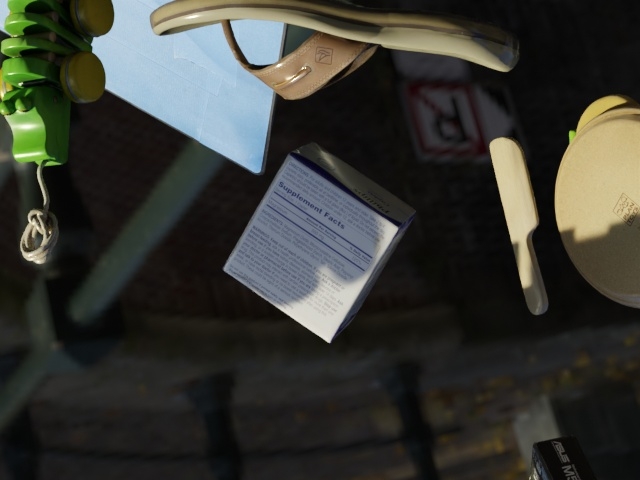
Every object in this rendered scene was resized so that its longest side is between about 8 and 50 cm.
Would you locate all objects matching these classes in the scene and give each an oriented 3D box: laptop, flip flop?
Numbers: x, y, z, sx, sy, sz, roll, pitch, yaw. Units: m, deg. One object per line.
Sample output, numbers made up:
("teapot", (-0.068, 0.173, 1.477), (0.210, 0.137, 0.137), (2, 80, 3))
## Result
("laptop", (-0.233, -0.221, 1.469), (0.236, 0.382, 0.408), (-65, 164, 16))
("flip flop", (0.006, -0.139, 1.397), (0.277, 0.080, 0.112), (9, -171, 7))

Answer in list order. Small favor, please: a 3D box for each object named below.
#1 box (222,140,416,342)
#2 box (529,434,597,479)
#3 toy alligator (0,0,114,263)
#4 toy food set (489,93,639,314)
("box", (0.000, 0.000, 1.775), (0.137, 0.126, 0.072), (-59, 171, 21))
("box", (0.225, 0.297, 1.638), (0.045, 0.190, 0.184), (-12, 133, -10))
("toy alligator", (-0.155, -0.085, 1.043), (0.056, 0.189, 0.051), (-5, 160, 32))
("toy food set", (0.195, -0.025, 1.149), (0.038, 0.132, 0.192), (-10, 178, -44))
